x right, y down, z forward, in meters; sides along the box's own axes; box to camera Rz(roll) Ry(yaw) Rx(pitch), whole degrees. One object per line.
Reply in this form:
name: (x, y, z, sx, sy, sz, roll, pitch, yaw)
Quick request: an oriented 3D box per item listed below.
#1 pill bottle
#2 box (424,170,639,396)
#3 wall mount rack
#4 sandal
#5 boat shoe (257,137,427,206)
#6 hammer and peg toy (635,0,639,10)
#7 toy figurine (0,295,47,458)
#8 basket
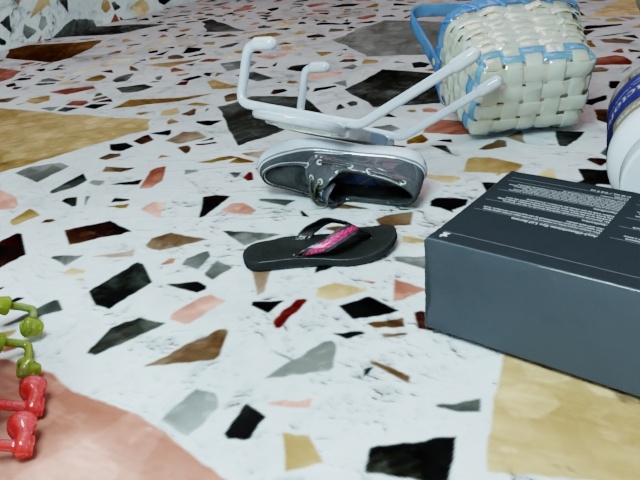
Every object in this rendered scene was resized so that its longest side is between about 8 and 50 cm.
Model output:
pill bottle: (0.413, -0.111, 0.829, 0.153, 0.153, 0.264, 5, 28, 19)
box: (0.250, 0.033, 0.634, 0.261, 0.103, 0.184, 16, 31, 35)
wall mount rack: (0.069, -0.194, 0.963, 0.304, 0.130, 0.350, 13, 9, 20)
sandal: (0.000, 0.000, 0.807, 0.179, 0.040, 0.067, -7, 27, -4)
boat shoe: (0.022, -0.077, 0.930, 0.229, 0.080, 0.076, 6, 52, 11)
hammer and peg toy: (0.571, -0.239, 0.927, 0.127, 0.266, 0.361, -25, 33, 4)
toy figurine: (-0.289, 0.036, 0.536, 0.191, 0.217, 0.362, 12, 22, -21)
basket: (0.290, -0.305, 1.151, 0.255, 0.201, 0.289, -5, 51, -2)
